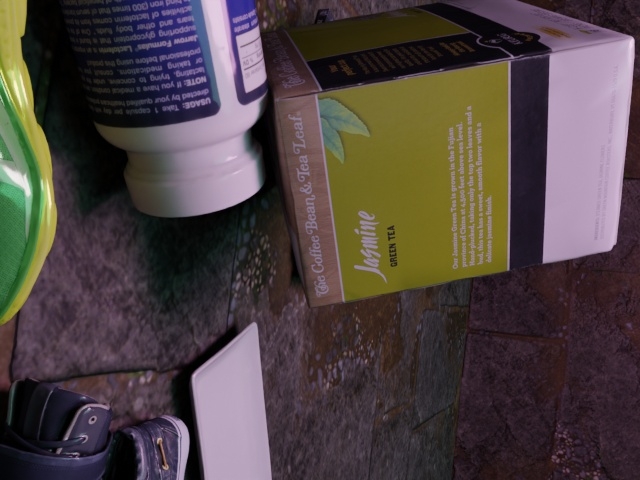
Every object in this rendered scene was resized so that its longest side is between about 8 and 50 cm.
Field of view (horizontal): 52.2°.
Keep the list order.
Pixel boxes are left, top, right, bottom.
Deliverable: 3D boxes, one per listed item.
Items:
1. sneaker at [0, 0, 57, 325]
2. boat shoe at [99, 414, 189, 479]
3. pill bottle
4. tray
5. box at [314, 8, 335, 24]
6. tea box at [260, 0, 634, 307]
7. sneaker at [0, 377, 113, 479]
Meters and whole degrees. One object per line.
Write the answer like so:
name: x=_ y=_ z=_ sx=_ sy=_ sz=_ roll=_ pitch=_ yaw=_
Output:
sneaker: x=-0.239 y=-0.086 z=0.390 sx=0.123 sy=0.109 sz=0.295 roll=-17 pitch=114 yaw=-41
boat shoe: x=-0.176 y=0.266 z=0.631 sx=0.083 sy=0.065 sz=0.183 roll=16 pitch=73 yaw=-65
pill bottle: x=-0.126 y=-0.163 z=0.540 sx=0.153 sy=0.153 sz=0.265 roll=-50 pitch=139 yaw=-54
tray: x=-0.113 y=0.249 z=0.808 sx=0.145 sy=0.030 sz=0.270 roll=-39 pitch=129 yaw=-61
box: x=0.011 y=-0.301 z=1.003 sx=0.083 sy=0.018 sz=0.067 roll=54 pitch=46 yaw=-56
tea box: x=0.104 y=-0.125 z=0.730 sx=0.329 sy=0.323 sz=0.220 roll=-107 pitch=-172 yaw=-62
sneaker: x=-0.225 y=0.182 z=0.442 sx=0.226 sy=0.086 sz=0.163 roll=-5 pitch=110 yaw=-76
